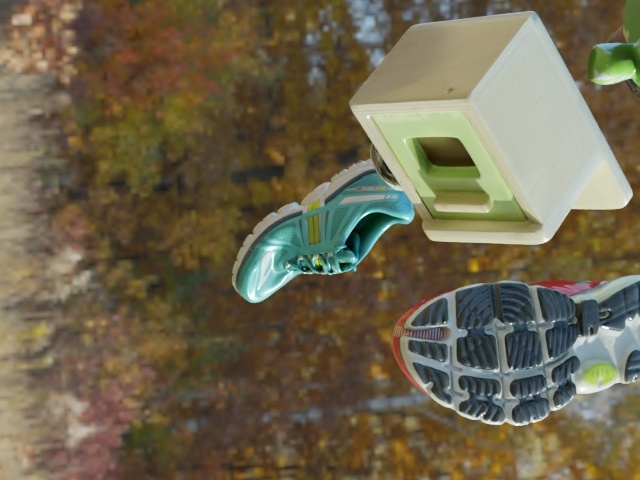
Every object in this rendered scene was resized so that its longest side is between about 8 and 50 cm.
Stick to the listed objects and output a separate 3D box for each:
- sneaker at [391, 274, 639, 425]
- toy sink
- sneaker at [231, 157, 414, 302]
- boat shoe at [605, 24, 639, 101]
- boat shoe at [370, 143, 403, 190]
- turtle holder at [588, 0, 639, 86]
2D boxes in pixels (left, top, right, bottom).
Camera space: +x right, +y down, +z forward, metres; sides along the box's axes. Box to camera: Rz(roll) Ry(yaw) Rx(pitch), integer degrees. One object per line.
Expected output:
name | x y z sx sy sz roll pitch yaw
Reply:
sneaker | 0.155 0.081 1.056 0.118 0.279 0.107 1 -89 52
toy sink | 0.162 -0.079 1.264 0.153 0.131 0.234 4 -42 47
sneaker | 0.000 0.000 1.762 0.107 0.275 0.110 32 26 -55
boat shoe | 0.522 -0.202 1.967 0.285 0.103 0.092 52 -35 -3
boat shoe | 0.103 -0.091 1.486 0.078 0.070 0.219 -55 -150 2
turtle holder | 0.320 -0.184 0.950 0.243 0.227 0.320 -76 177 -45
